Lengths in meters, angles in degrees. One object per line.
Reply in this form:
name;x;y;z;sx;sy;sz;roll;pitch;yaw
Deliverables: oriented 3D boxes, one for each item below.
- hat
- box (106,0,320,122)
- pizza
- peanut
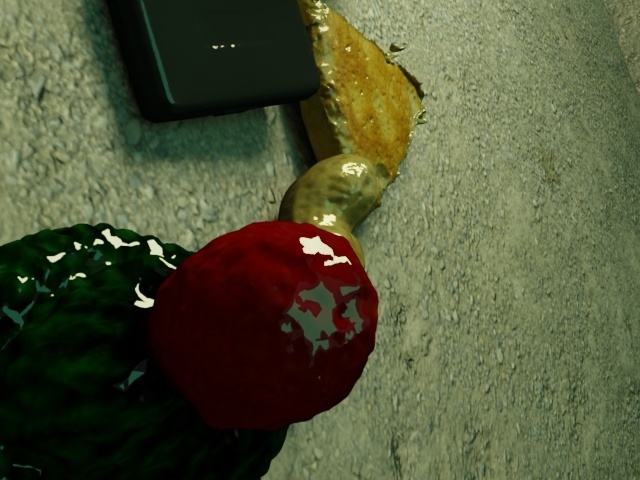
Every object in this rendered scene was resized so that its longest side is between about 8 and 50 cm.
hat;-0.098;0.096;0.519;0.274;0.332;0.242;1;75;-52
box;-0.103;-0.210;0.846;0.230;0.050;0.160;-19;94;-47
pizza;0.064;-0.159;1.074;0.287;0.075;0.280;-13;93;-57
peanut;0.000;0.000;0.889;0.103;0.098;0.230;17;59;-9
